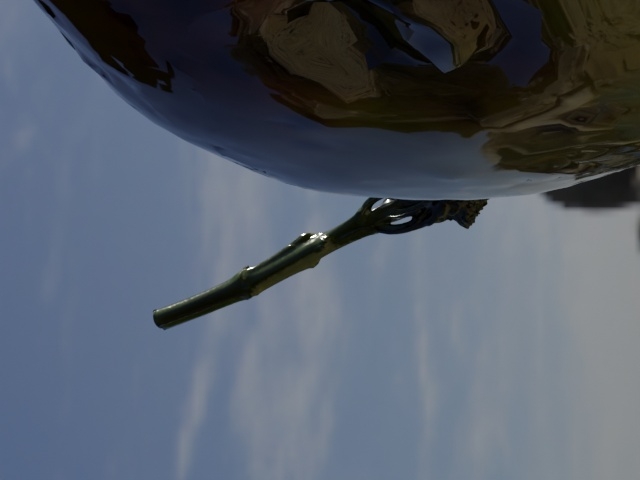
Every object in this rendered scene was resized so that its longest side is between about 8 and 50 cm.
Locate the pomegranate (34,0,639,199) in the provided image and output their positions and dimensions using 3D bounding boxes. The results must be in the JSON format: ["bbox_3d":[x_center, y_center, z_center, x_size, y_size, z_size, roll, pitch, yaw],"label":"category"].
[{"bbox_3d":[0.015,-0.152,0.388,0.231,0.231,0.286,58,-165,-69],"label":"pomegranate"}]

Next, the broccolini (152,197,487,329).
[{"bbox_3d":[0.000,-0.001,1.067,0.042,0.218,0.044,61,-154,-15],"label":"broccolini"}]
